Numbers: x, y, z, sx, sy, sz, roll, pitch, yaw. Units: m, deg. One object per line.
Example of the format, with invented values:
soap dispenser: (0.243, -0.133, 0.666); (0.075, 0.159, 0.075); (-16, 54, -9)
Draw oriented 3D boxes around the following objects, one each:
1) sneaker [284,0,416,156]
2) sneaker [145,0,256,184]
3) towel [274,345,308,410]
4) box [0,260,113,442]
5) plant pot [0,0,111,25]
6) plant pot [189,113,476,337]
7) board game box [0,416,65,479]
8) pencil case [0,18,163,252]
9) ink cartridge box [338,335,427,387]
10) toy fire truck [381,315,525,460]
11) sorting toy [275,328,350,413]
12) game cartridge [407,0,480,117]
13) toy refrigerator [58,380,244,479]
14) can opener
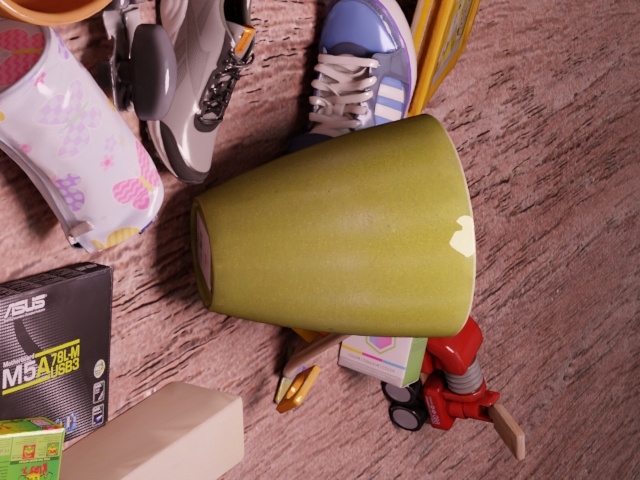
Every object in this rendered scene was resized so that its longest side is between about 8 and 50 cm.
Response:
sneaker: (0.025, -0.152, 2.027); (0.236, 0.130, 0.323); (-48, 144, -50)
sneaker: (-0.130, -0.196, 1.764); (0.100, 0.108, 0.271); (-8, 107, -62)
towel: (-0.039, 0.191, 2.143); (0.060, 0.009, 0.083); (29, 73, -59)
box: (-0.292, 0.128, 1.635); (0.191, 0.045, 0.184); (-16, 116, -58)
plant pot: (-0.297, -0.334, 1.322); (0.291, 0.203, 0.291); (-25, 119, -56)
plant pot: (0.000, 0.000, 1.859); (0.293, 0.275, 0.275); (-7, 111, -14)
board game box: (-0.342, 0.228, 1.523); (0.181, 0.043, 0.092); (0, 102, -43)
pencil case: (-0.262, -0.103, 1.551); (0.124, 0.113, 0.273); (-48, 142, -15)
ink cartridge box: (0.103, 0.094, 2.238); (0.062, 0.109, 0.209); (-13, 118, -60)
toy fire truck: (0.215, 0.217, 2.361); (0.158, 0.246, 0.217); (-55, 143, -39)
sorting toy: (0.021, 0.080, 2.083); (0.047, 0.196, 0.347); (38, 49, -10)
game cartridge: (0.193, -0.353, 2.213); (0.323, 0.053, 0.285); (-51, 160, -58)
toy refrigerator: (-0.202, 0.260, 1.779); (0.269, 0.102, 0.094); (-32, 125, -54)
can opener: (-0.199, -0.268, 1.640); (0.074, 0.093, 0.280); (-41, 129, -64)
